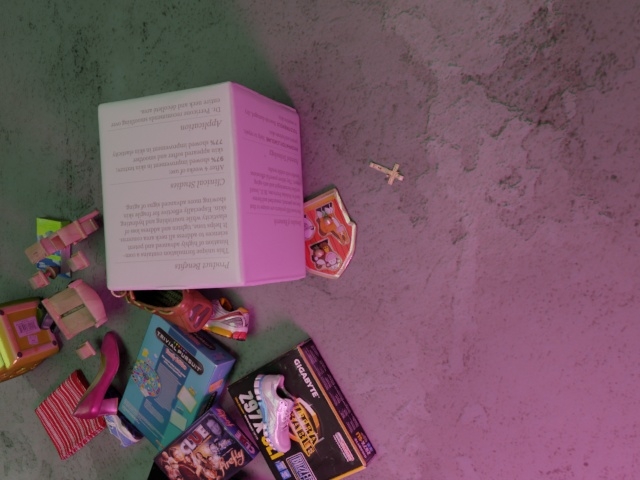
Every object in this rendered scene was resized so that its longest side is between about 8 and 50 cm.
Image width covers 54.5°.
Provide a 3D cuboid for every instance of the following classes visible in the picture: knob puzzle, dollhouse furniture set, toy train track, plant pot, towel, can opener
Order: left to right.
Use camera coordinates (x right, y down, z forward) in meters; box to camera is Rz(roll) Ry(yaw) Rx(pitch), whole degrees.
[{"bbox_3d":[-0.951,0.298,1.886,0.207,0.228,0.227,-25,86,22],"label":"plant pot"},{"bbox_3d":[-0.773,0.205,1.870,0.059,0.073,0.186,43,105,24],"label":"can opener"},{"bbox_3d":[-0.781,0.548,1.940,0.275,0.031,0.199,-40,78,26],"label":"towel"},{"bbox_3d":[-0.635,0.125,1.747,0.303,0.174,0.356,-21,103,42],"label":"dollhouse furniture set"},{"bbox_3d":[0.000,0.000,1.456,0.213,0.030,0.213,4,99,26],"label":"knob puzzle"},{"bbox_3d":[0.144,-0.153,1.368,0.083,0.014,0.048,27,109,22],"label":"toy train track"}]

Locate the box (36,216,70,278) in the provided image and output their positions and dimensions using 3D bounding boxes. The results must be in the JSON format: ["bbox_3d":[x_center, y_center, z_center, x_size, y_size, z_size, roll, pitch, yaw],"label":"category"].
[{"bbox_3d":[-0.801,0.024,1.864,0.108,0.042,0.179,9,101,26],"label":"box"}]

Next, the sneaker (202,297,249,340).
[{"bbox_3d":[-0.273,0.191,1.607,0.225,0.088,0.093,12,80,27],"label":"sneaker"}]

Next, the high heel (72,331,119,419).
[{"bbox_3d":[-0.639,0.380,1.762,0.082,0.117,0.244,-24,65,56],"label":"high heel"}]

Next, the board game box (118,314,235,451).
[{"bbox_3d":[-0.394,0.390,1.674,0.253,0.079,0.336,34,110,26],"label":"board game box"}]

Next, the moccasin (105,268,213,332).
[{"bbox_3d":[-0.442,0.120,1.597,0.380,0.147,0.139,28,73,41],"label":"moccasin"}]

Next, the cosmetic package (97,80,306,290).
[{"bbox_3d":[-0.246,-0.100,1.361,0.329,0.327,0.394,-3,90,21],"label":"cosmetic package"}]

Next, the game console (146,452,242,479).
[{"bbox_3d":[-0.342,0.774,1.631,0.386,0.060,0.342,7,68,30],"label":"game console"}]

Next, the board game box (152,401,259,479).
[{"bbox_3d":[-0.292,0.544,1.573,0.243,0.042,0.165,-43,87,21],"label":"board game box"}]

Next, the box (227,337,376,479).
[{"bbox_3d":[-0.053,0.440,1.524,0.257,0.079,0.322,-34,82,29],"label":"box"}]

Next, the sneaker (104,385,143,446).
[{"bbox_3d":[-0.606,0.513,1.816,0.081,0.080,0.211,-45,76,22],"label":"sneaker"}]

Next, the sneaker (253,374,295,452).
[{"bbox_3d":[-0.094,0.405,1.460,0.082,0.071,0.191,-16,91,23],"label":"sneaker"}]
